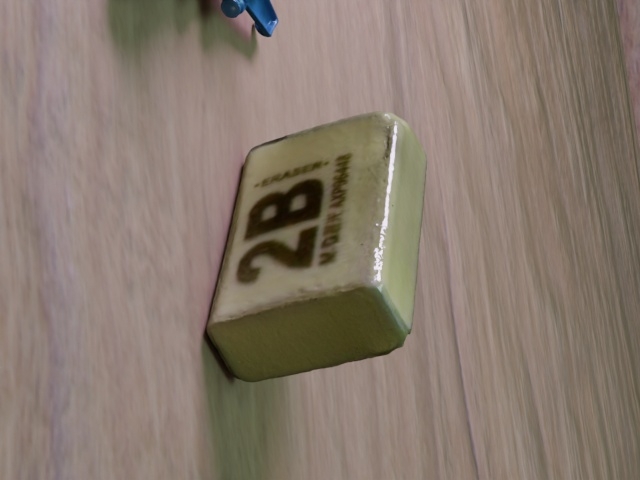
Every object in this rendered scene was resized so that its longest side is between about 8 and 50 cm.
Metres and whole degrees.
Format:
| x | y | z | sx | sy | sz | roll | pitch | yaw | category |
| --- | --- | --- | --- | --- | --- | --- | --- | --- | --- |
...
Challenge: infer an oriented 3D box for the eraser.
| x | y | z | sx | sy | sz | roll | pitch | yaw | category |
| --- | --- | --- | --- | --- | --- | --- | --- | --- | --- |
| 0.000 | 0.000 | 1.026 | 0.058 | 0.117 | 0.172 | 58 | 27 | -35 | eraser |

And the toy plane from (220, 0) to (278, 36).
| x | y | z | sx | sy | sz | roll | pitch | yaw | category |
| --- | --- | --- | --- | --- | --- | --- | --- | --- | --- |
| -0.052 | -0.226 | 1.049 | 0.271 | 0.105 | 0.254 | -79 | 165 | -57 | toy plane |
